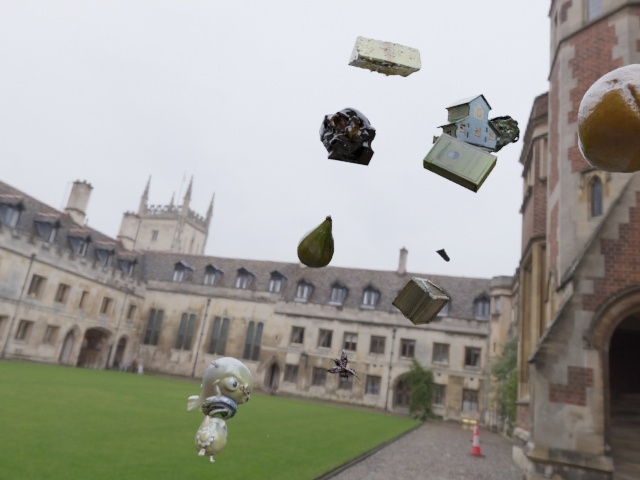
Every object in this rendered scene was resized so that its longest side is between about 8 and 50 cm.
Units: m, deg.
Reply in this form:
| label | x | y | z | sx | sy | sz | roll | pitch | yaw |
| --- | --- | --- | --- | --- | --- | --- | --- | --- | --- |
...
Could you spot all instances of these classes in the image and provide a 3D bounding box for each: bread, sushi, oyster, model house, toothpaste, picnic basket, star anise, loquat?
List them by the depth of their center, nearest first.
| label | x | y | z | sx | sy | sz | roll | pitch | yaw |
| --- | --- | --- | --- | --- | --- | --- | --- | --- | --- |
| loquat | 0.822 | -0.311 | 1.277 | 0.276 | 0.276 | 0.284 | 2 | -46 | 23 |
| bread | 0.249 | -0.706 | 1.887 | 0.265 | 0.142 | 0.178 | 10 | -7 | -13 |
| model house | 0.582 | -0.476 | 1.951 | 0.271 | 0.207 | 0.178 | 4 | 2 | -26 |
| toothpaste | 0.498 | 0.060 | 1.953 | 0.037 | 0.021 | 0.140 | -20 | -31 | 22 |
| picnic basket | 0.454 | 0.272 | 2.174 | 0.139 | 0.165 | 0.266 | 43 | 15 | 27 |
| sushi | 0.139 | -0.508 | 2.290 | 0.215 | 0.227 | 0.212 | 7 | -45 | -21 |
| oyster | 0.811 | -0.492 | 2.298 | 0.267 | 0.112 | 0.198 | -20 | -39 | 4 |
| star anise | 0.130 | 0.619 | 2.363 | 0.158 | 0.140 | 0.144 | -33 | -3 | -39 |

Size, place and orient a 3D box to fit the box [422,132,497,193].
| label | x | y | z | sx | sy | sz | roll | pitch | yaw |
| --- | --- | --- | --- | --- | --- | --- | --- | --- | --- |
| box | 0.494 | -0.279 | 1.730 | 0.220 | 0.141 | 0.064 | 32 | -15 | 26 |

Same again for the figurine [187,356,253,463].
| label | x | y | z | sx | sy | sz | roll | pitch | yaw |
| --- | --- | --- | --- | --- | --- | --- | --- | --- | --- |
| figurine | -0.402 | 0.642 | 1.837 | 0.274 | 0.394 | 0.227 | -19 | -53 | 19 |

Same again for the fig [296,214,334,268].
| label | x | y | z | sx | sy | sz | roll | pitch | yaw |
| --- | --- | --- | --- | --- | --- | --- | --- | --- | --- |
| fig | -0.011 | -0.002 | 1.610 | 0.132 | 0.185 | 0.126 | 2 | 9 | -38 |
